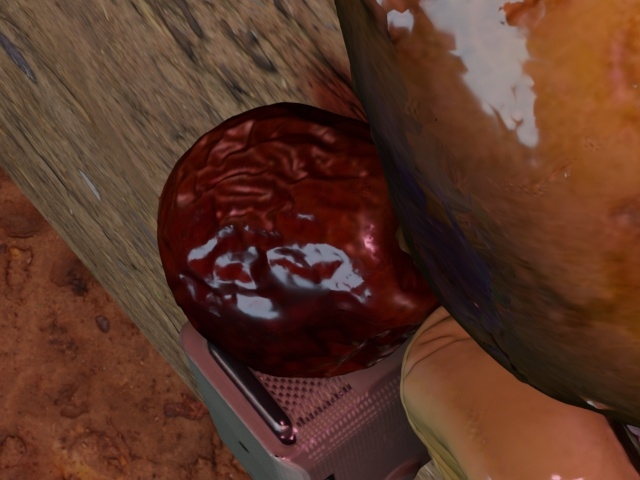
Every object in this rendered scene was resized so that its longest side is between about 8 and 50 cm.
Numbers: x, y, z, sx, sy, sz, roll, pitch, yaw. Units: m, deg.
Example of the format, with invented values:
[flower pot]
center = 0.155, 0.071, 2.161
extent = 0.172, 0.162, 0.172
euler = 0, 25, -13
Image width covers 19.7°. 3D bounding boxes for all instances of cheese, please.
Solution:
[cheese]
center = 0.135, 0.139, 1.065
extent = 0.226, 0.117, 0.214
euler = 60, -177, 40

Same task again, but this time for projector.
[projector]
center = 0.011, 0.110, 1.412
extent = 0.163, 0.177, 0.242
euler = 49, 167, 24

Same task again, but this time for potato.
[potato]
center = 0.104, -0.050, 0.582
extent = 0.210, 0.173, 0.307
euler = 45, 169, 41

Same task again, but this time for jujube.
[jujube]
center = 0.000, 0.000, 1.191
extent = 0.190, 0.190, 0.255
euler = 56, 151, -17

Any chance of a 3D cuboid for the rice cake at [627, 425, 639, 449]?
[rice cake]
center = 0.162, 0.046, 0.943
extent = 0.270, 0.055, 0.049
euler = 60, 178, -37
